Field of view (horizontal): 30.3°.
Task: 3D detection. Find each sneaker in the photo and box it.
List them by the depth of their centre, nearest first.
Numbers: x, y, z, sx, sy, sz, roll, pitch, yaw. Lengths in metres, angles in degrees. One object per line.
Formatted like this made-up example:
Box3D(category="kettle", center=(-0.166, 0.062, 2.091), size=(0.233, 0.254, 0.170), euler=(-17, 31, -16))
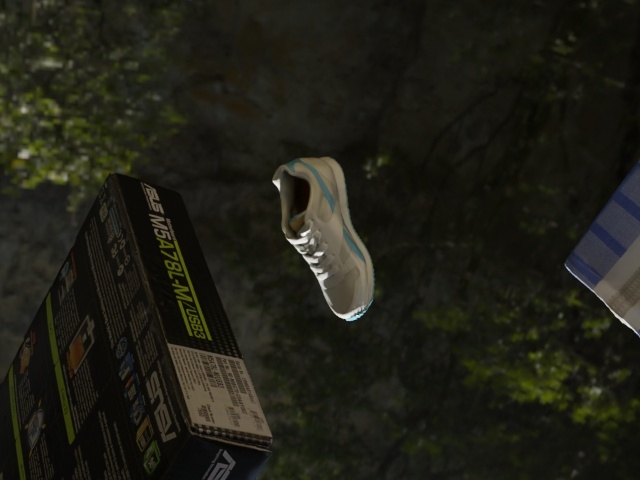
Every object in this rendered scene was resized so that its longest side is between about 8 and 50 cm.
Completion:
Box3D(category="sneaker", center=(0.000, 0.000, 1.573), size=(0.092, 0.087, 0.228), euler=(-7, -106, -45))

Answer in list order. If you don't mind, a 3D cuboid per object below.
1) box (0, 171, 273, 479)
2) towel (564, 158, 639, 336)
Box3D(category="box", center=(-0.103, 0.093, 0.545), size=(0.045, 0.184, 0.190), euler=(16, -153, -29))
Box3D(category="towel", center=(0.417, 0.057, 1.331), size=(0.034, 0.209, 0.285), euler=(-22, -118, -39))
